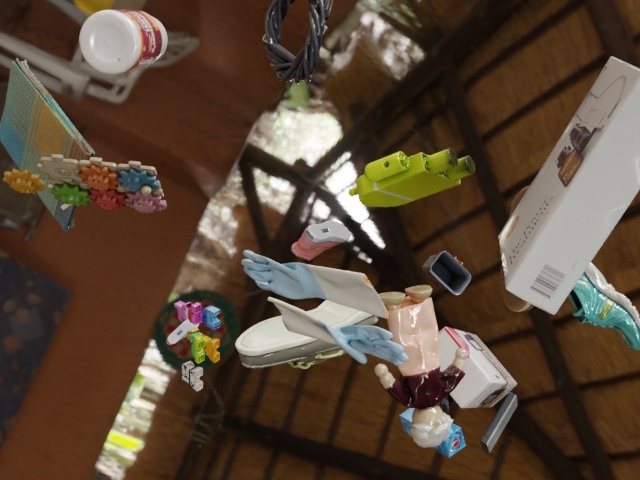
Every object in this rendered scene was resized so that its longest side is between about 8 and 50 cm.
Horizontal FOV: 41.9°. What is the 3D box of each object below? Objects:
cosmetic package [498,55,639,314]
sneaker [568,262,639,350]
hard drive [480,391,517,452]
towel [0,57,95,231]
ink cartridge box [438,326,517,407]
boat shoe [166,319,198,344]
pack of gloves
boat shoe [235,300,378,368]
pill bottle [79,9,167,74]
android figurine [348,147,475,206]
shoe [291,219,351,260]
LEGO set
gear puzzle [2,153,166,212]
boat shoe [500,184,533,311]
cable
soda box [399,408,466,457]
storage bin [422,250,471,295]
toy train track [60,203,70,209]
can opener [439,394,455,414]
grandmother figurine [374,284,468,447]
[{"bbox_3d":[0.426,-0.100,1.352,0.377,0.097,0.284,-62,178,19],"label":"cosmetic package"},{"bbox_3d":[0.648,0.160,1.963,0.110,0.275,0.107,-43,174,-13],"label":"sneaker"},{"bbox_3d":[0.418,0.425,1.955,0.135,0.022,0.094,-56,155,-14],"label":"hard drive"},{"bbox_3d":[-0.694,-0.239,2.104,0.040,0.370,0.271,-18,147,-44],"label":"towel"},{"bbox_3d":[0.358,0.310,2.021,0.100,0.237,0.172,-44,-116,13],"label":"ink cartridge box"},{"bbox_3d":[-0.361,0.239,2.186,0.100,0.035,0.035,-41,-178,-28],"label":"boat shoe"},{"bbox_3d":[-0.005,0.100,1.094,0.232,0.195,0.046,11,-123,40],"label":"pack of gloves"},{"bbox_3d":[-0.016,0.175,1.471,0.109,0.305,0.091,21,-62,44],"label":"boat shoe"},{"bbox_3d":[-0.386,-0.400,1.676,0.121,0.121,0.221,-59,-178,17],"label":"pill bottle"},{"bbox_3d":[0.190,-0.133,1.822,0.273,0.248,0.056,-18,-106,35],"label":"android figurine"},{"bbox_3d":[0.000,0.000,2.085,0.081,0.063,0.178,-45,159,28],"label":"shoe"},{"bbox_3d":[-0.288,0.220,1.930,0.087,0.093,0.227,-26,128,-45],"label":"LEGO set"},{"bbox_3d":[-0.498,-0.111,1.738,0.175,0.339,0.044,91,4,-62],"label":"gear puzzle"},{"bbox_3d":[0.545,0.030,2.117,0.123,0.123,0.342,-31,-138,52],"label":"boat shoe"},{"bbox_3d":[-0.034,-0.306,1.232,0.184,0.047,0.151,12,-78,61],"label":"cable"},{"bbox_3d":[0.328,0.559,2.469,0.071,0.067,0.210,-29,-156,-25],"label":"soda box"},{"bbox_3d":[0.384,0.094,2.582,0.098,0.135,0.091,-52,-163,-12],"label":"storage bin"},{"bbox_3d":[-0.573,-0.100,1.952,0.014,0.048,0.083,4,-137,51],"label":"toy train track"},{"bbox_3d":[0.375,0.437,2.467,0.073,0.059,0.186,-102,-176,-47],"label":"can opener"},{"bbox_3d":[0.215,0.271,1.768,0.104,0.207,0.342,-125,-154,-82],"label":"grandmother figurine"}]
